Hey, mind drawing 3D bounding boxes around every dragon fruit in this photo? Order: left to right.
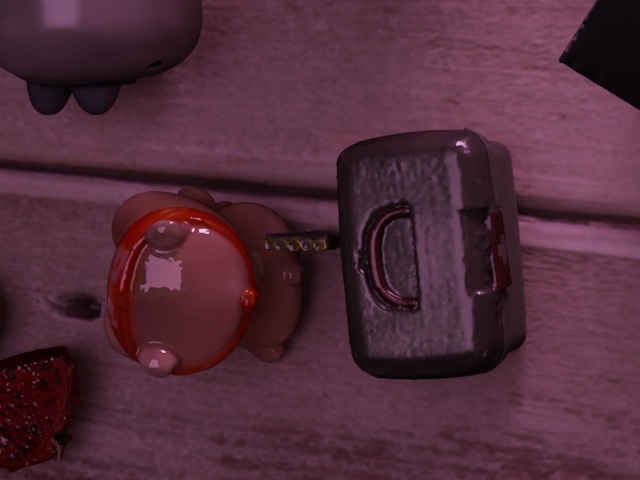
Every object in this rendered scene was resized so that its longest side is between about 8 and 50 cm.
[{"bbox_3d":[-0.288,0.163,1.870,0.162,0.083,0.106,-17,98,15],"label":"dragon fruit"}]

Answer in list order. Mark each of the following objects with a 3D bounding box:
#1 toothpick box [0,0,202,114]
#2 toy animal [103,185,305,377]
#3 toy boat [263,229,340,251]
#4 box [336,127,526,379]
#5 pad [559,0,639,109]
[{"bbox_3d":[-0.220,-0.271,1.746,0.229,0.229,0.316,-1,95,24],"label":"toothpick box"},{"bbox_3d":[-0.109,0.040,1.711,0.171,0.198,0.171,2,94,33],"label":"toy animal"},{"bbox_3d":[0.000,0.000,1.708,0.063,0.115,0.016,1,92,24],"label":"toy boat"},{"bbox_3d":[0.096,0.011,1.658,0.148,0.129,0.210,-4,91,24],"label":"box"},{"bbox_3d":[0.367,-0.148,1.531,0.300,0.005,0.202,30,109,-2],"label":"pad"}]
